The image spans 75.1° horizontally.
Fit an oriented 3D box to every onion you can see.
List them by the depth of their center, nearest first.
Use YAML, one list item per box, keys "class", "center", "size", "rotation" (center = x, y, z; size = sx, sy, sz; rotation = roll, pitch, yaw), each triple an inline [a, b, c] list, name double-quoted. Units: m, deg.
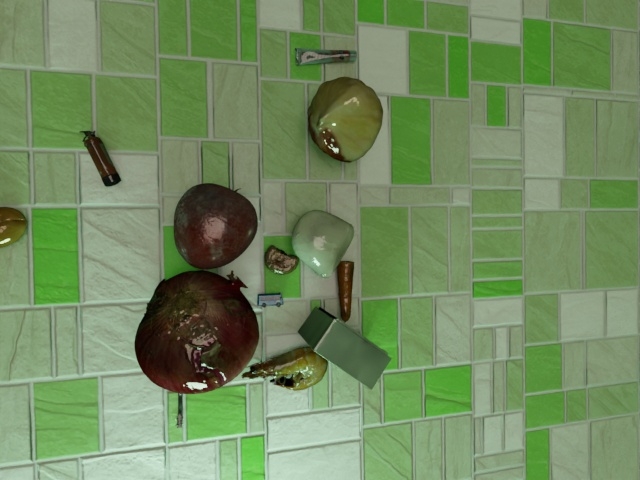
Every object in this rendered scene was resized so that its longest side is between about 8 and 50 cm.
- class: "onion"
  center: [-0.340, 0.247, 1.175]
  size: [0.353, 0.353, 0.354]
  rotation: [0, 91, -14]

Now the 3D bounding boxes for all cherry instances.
- class: "cherry"
  center: [-0.307, -0.056, 1.219]
  size: [0.236, 0.213, 0.285]
  rotation: [19, 62, 15]

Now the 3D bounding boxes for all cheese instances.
- class: "cheese"
  center: [0.000, 0.000, 1.332]
  size: [0.189, 0.154, 0.198]
  rotation: [30, 81, -8]

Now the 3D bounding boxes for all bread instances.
- class: "bread"
  center: [-0.916, -0.029, 1.143]
  size: [0.189, 0.077, 0.114]
  rotation: [-19, 100, -16]
- class: "bread"
  center: [-0.132, 0.068, 1.347]
  size: [0.113, 0.060, 0.082]
  rotation: [28, 84, -11]

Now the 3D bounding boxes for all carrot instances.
- class: "carrot"
  center: [0.084, 0.173, 1.404]
  size: [0.061, 0.061, 0.210]
  rotation: [0, 93, -14]

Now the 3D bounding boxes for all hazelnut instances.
- class: "hazelnut"
  center: [0.067, -0.379, 1.291]
  size: [0.241, 0.261, 0.261]
  rotation: [-11, 94, -45]

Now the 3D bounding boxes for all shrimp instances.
- class: "shrimp"
  center: [-0.111, 0.435, 1.363]
  size: [0.287, 0.063, 0.152]
  rotation: [-10, 109, -13]

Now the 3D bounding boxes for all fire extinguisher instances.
- class: "fire extinguisher"
  center: [-0.649, -0.247, 1.220]
  size: [0.062, 0.050, 0.177]
  rotation: [-22, 96, 26]

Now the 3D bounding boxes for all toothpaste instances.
- class: "toothpaste"
  center: [0.018, -0.615, 1.389]
  size: [0.205, 0.036, 0.056]
  rotation: [-6, 94, -10]

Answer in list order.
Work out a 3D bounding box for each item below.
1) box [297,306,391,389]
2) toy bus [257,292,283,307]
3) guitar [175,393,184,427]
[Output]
- class: "box"
  center: [0.069, 0.326, 1.317]
  size: [0.225, 0.225, 0.117]
  rotation: [37, 82, -13]
- class: "toy bus"
  center: [-0.163, 0.193, 1.352]
  size: [0.083, 0.038, 0.046]
  rotation: [0, 88, -15]
- class: "guitar"
  center: [-0.437, 0.467, 1.294]
  size: [0.088, 0.025, 0.233]
  rotation: [2, 90, -15]
